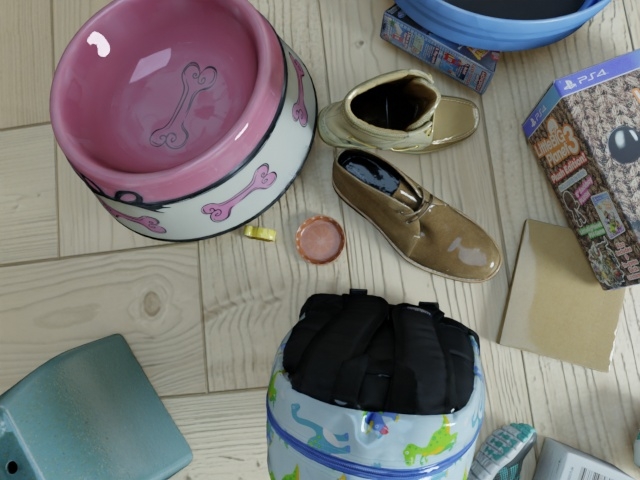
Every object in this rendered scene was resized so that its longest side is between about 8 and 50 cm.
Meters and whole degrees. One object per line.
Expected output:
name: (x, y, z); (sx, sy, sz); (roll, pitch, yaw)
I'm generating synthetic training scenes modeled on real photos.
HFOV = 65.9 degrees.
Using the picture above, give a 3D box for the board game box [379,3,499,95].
board game box: (0.233, -0.339, 0.795); (0.194, 0.060, 0.194); (-39, 76, -12)

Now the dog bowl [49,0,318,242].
dog bowl: (-0.217, -0.212, 0.756); (0.407, 0.150, 0.409); (-4, 72, 11)

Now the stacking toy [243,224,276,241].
stacking toy: (-0.168, -0.095, 0.821); (0.220, 0.052, 0.167); (9, 83, 8)

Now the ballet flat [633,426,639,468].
ballet flat: (0.633, 0.308, 0.653); (0.399, 0.139, 0.139); (15, 84, 9)

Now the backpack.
backpack: (0.067, 0.196, 0.604); (0.289, 0.355, 0.274); (12, 85, 7)

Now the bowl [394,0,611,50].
bowl: (0.271, -0.461, 0.767); (0.390, 0.077, 0.392); (1, 69, -2)

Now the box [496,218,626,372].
box: (0.373, 0.081, 0.754); (0.164, 0.021, 0.202); (14, 84, 8)

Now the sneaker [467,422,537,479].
sneaker: (0.263, 0.342, 0.720); (0.076, 0.065, 0.166); (40, 91, -7)

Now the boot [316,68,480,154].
boot: (0.139, -0.180, 0.703); (0.261, 0.203, 0.095); (-1, 95, -10)

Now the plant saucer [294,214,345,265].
plant saucer: (0.000, 0.000, 0.809); (0.083, 0.013, 0.084); (-1, 83, 7)

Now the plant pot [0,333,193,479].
plant pot: (-0.378, 0.305, 0.689); (0.247, 0.252, 0.248); (-36, 81, 0)

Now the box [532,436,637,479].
box: (0.360, 0.349, 0.686); (0.101, 0.087, 0.102); (20, 86, 8)

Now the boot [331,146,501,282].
boot: (0.142, -0.037, 0.750); (0.305, 0.115, 0.112); (35, 85, 8)

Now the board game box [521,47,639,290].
board game box: (0.471, -0.109, 0.695); (0.231, 0.141, 0.291); (-21, 77, 0)
